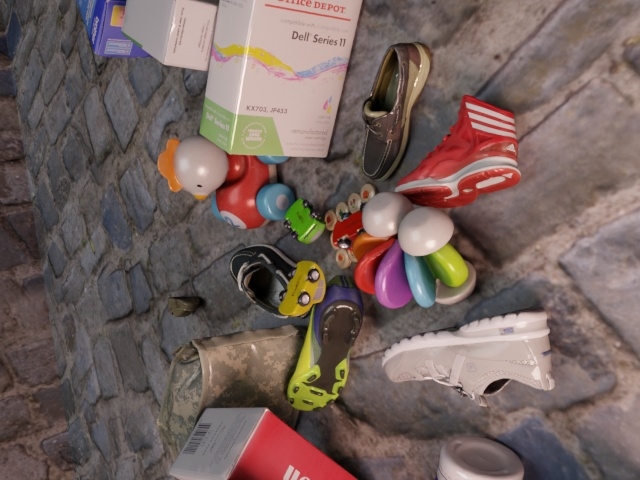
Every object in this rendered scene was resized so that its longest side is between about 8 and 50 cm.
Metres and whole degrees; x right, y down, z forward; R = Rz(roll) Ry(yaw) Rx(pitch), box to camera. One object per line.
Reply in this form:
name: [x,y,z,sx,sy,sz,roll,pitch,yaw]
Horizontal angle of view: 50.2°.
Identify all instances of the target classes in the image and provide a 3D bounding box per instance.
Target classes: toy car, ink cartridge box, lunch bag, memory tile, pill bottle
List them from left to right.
ink cartridge box: [-0.376,-0.537,1.482,0.151,0.270,0.395,-55,52,47]
toy car: [-0.207,-0.123,1.324,0.219,0.238,0.210,1,94,53]
ink cartridge box: [-0.186,-0.381,1.242,0.201,0.278,0.117,40,121,44]
lunch bag: [-0.162,0.278,1.303,0.169,0.235,0.286,47,129,43]
ink cartridge box: [-0.062,-0.324,1.136,0.119,0.207,0.353,37,122,47]
ink cartridge box: [-0.041,0.406,1.100,0.272,0.309,0.130,-18,35,52]
toy car: [0.000,0.000,1.165,0.239,0.053,0.225,-48,35,11]
memory tile: [0.059,-0.022,1.167,0.148,0.012,0.113,-34,67,49]
toy car: [0.117,0.031,0.954,0.182,0.136,0.159,29,158,48]
pill bottle: [0.204,0.374,0.929,0.112,0.112,0.186,25,112,49]

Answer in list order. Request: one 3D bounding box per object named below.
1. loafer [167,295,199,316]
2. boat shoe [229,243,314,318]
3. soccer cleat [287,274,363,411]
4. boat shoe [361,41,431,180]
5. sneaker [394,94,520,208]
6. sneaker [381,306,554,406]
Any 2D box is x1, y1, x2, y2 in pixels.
loafer: [-0.333,0.163,1.675,0.148,0.056,0.050,-3,92,63]
boat shoe: [-0.108,0.074,1.332,0.303,0.091,0.114,13,103,52]
soccer cleat: [0.010,0.189,1.214,0.121,0.094,0.289,-92,17,-54]
boat shoe: [0.097,-0.197,1.049,0.080,0.074,0.223,44,126,42]
sneaker: [0.191,-0.123,0.951,0.221,0.087,0.127,-11,67,53]
sneaker: [0.190,0.175,0.935,0.281,0.105,0.115,-27,72,50]
